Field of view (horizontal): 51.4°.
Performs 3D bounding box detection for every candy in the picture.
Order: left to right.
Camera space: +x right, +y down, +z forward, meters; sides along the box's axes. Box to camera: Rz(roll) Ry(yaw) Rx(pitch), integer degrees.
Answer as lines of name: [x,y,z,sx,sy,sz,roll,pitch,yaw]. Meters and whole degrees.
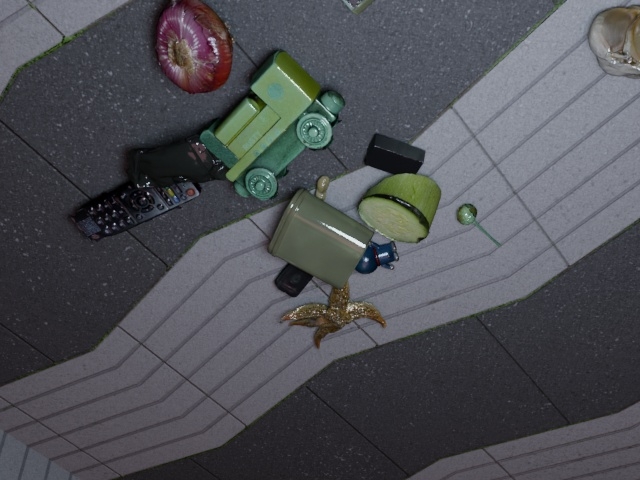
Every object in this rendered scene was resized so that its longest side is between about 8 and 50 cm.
candy: [0.463,-0.037,1.917,0.061,0.061,0.202,-37,124,27]

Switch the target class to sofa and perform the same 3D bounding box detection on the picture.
sofa: [0.199,-0.227,1.790,0.147,0.060,0.085,17,143,-8]

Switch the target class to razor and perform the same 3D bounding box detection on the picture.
razor: [-0.071,0.106,2.050,0.090,0.054,0.148,31,122,-18]

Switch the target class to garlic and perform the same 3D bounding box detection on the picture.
garlic: [0.723,-0.435,1.530,0.229,0.178,0.143,24,159,10]

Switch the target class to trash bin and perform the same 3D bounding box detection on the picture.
trash bin: [0.000,0.000,1.883,0.247,0.121,0.243,28,133,2]

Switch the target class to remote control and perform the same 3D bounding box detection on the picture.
remote control: [-0.529,-0.109,1.921,0.398,0.062,0.145,-22,122,17]

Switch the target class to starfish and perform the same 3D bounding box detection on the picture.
starfish: [0.011,0.233,2.123,0.293,0.084,0.301,-28,124,21]

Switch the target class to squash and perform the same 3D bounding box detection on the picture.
squash: [0.214,-0.097,1.847,0.220,0.133,0.220,15,152,8]

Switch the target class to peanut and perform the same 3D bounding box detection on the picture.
peanut: [0.005,-0.145,1.872,0.037,0.037,0.083,7,125,-1]

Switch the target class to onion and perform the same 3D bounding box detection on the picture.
onion: [-0.286,-0.470,1.588,0.229,0.163,0.230,24,134,27]

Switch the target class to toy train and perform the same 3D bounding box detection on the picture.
toy train: [-0.128,-0.284,1.710,0.253,0.160,0.397,42,120,-14]

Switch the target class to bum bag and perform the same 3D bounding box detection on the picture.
bum bag: [-0.389,-0.206,1.754,0.326,0.080,0.142,-3,127,27]

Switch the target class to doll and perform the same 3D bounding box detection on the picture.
doll: [0.155,0.051,1.980,0.151,0.085,0.114,-17,110,4]

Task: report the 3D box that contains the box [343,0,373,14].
box: [0.115,-0.663,1.472,0.270,0.045,0.211,-33,119,25]
